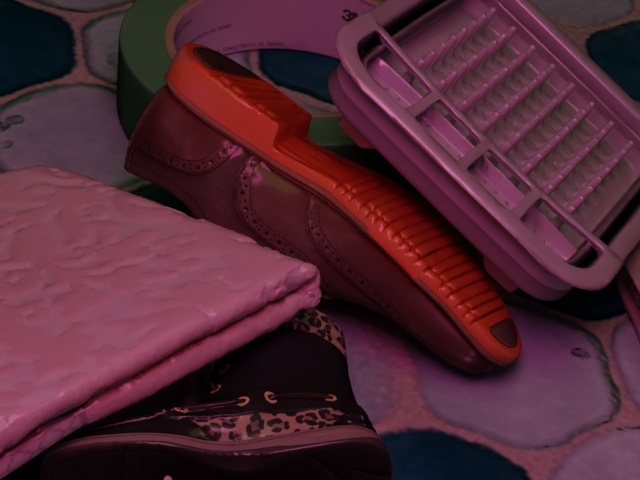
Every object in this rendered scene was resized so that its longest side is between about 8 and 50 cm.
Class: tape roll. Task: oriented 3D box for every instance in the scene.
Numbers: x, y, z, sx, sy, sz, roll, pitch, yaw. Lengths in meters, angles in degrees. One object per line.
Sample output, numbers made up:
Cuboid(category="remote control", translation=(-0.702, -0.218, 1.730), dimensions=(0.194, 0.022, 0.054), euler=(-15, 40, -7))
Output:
Cuboid(category="tape roll", translation=(-0.023, -0.147, 1.655), dimensions=(0.321, 0.077, 0.321), euler=(4, 36, -3))

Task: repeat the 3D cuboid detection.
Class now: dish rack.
Cuboid(category="dish rack", translation=(0.151, -0.089, 1.509), dimensions=(0.285, 0.072, 0.333), euler=(44, 34, 4))

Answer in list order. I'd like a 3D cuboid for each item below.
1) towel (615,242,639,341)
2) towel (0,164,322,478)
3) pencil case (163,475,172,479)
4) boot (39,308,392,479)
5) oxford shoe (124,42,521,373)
Cuboid(category="towel", translation=(0.353, 0.082, 1.420), dimensions=(0.187, 0.049, 0.282), euler=(-6, 37, -6))
Cuboid(category="towel", translation=(-0.220, 0.047, 1.325), dimensions=(0.317, 0.053, 0.332), euler=(-28, 35, -37))
Cuboid(category="pencil case", translation=(0.089, 0.252, 1.054), dimensions=(0.410, 0.183, 0.160), euler=(7, 37, -2))
Cuboid(category="boot", translation=(-0.078, 0.123, 1.288), dimensions=(0.236, 0.085, 0.178), euler=(-2, 31, -6))
Cuboid(category="oxford shoe", translation=(0.000, 0.000, 1.447), dimensions=(0.364, 0.132, 0.130), euler=(41, 17, 16))
